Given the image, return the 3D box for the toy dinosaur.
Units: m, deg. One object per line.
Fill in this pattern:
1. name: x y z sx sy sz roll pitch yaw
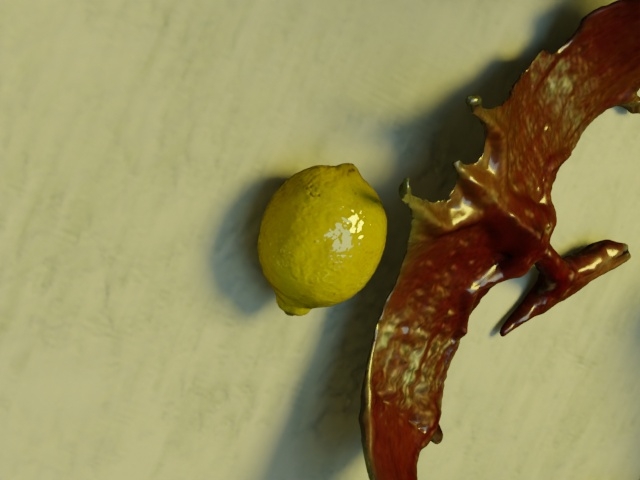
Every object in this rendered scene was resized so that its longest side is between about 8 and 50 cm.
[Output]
1. toy dinosaur: 0.113 0.010 0.703 0.327 0.113 0.206 -40 136 -26

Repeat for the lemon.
1. lemon: 0.000 0.000 0.681 0.062 0.062 0.083 13 110 -33
